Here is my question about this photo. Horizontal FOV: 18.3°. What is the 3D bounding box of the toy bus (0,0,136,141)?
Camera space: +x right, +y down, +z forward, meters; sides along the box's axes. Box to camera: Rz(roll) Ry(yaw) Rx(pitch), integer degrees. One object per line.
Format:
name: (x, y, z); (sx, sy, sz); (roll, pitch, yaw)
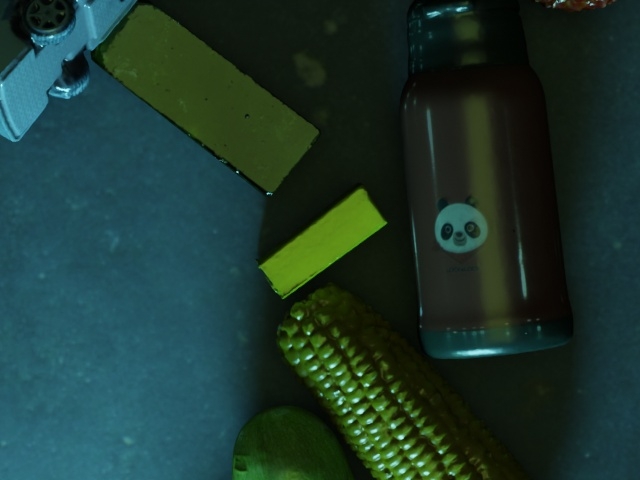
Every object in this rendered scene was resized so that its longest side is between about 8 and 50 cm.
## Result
toy bus: (-0.217, -0.247, 1.750); (0.136, 0.109, 0.330); (30, 67, 18)

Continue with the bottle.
bottle: (0.146, -0.066, 1.814); (0.144, 0.144, 0.336); (-5, 92, -2)

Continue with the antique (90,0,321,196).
antique: (-0.109, -0.137, 1.832); (0.221, 0.080, 0.081); (38, 89, -2)

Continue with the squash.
squash: (0.011, 0.329, 1.840); (0.118, 0.118, 0.370); (-18, 95, -2)

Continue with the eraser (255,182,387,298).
eraser: (0.000, 0.000, 1.833); (0.122, 0.097, 0.045); (-36, 94, 1)

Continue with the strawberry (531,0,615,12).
strawberry: (0.255, -0.275, 1.838); (0.236, 0.107, 0.175); (7, 55, -4)

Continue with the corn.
corn: (0.097, 0.191, 1.834); (0.120, 0.120, 0.363); (-40, 94, -1)
